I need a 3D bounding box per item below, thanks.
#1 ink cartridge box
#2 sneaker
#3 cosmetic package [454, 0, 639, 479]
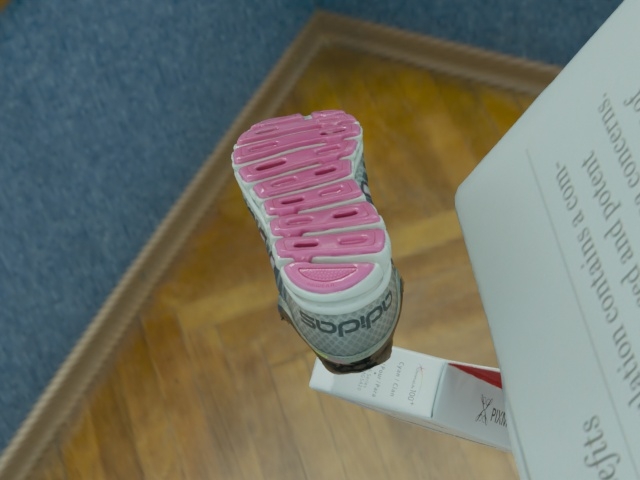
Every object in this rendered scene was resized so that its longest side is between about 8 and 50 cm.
[{"bbox_3d":[0.171,0.169,1.501,0.261,0.296,0.066,11,81,31],"label":"ink cartridge box"},{"bbox_3d":[0.000,0.000,0.683,0.063,0.075,0.170,-13,33,-4],"label":"sneaker"},{"bbox_3d":[0.312,0.014,0.568,0.327,0.393,0.329,21,37,-27],"label":"cosmetic package"}]
